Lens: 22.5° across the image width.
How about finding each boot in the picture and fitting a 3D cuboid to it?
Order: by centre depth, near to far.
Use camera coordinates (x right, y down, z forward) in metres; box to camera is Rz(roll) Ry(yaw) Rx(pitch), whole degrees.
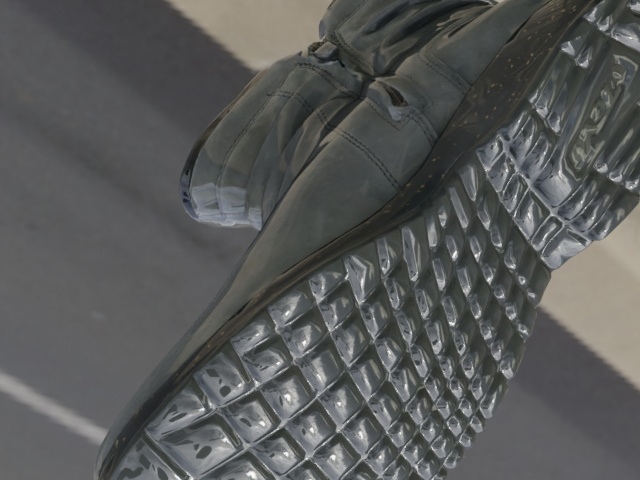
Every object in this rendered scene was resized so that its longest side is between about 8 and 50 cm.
[{"bbox_3d":[0.000,0.000,0.527,0.161,0.246,0.083,14,144,54],"label":"boot"}]
